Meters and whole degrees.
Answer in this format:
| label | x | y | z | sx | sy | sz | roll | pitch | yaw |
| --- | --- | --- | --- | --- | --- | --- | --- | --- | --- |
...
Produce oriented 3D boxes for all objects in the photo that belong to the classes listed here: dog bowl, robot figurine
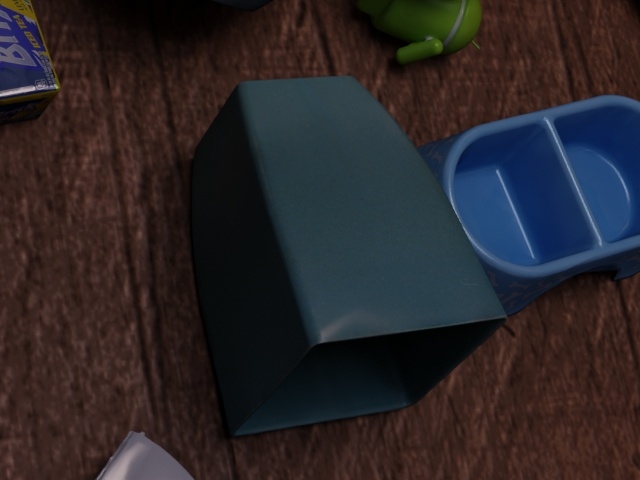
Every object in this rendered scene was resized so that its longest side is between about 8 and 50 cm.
| label | x | y | z | sx | sy | sz | roll | pitch | yaw |
| --- | --- | --- | --- | --- | --- | --- | --- | --- | --- |
| dog bowl | 0.200 | -0.038 | 1.460 | 0.297 | 0.074 | 0.166 | -15 | 77 | -32 |
| robot figurine | 0.089 | -0.203 | 1.473 | 0.115 | 0.067 | 0.101 | 19 | 55 | -20 |

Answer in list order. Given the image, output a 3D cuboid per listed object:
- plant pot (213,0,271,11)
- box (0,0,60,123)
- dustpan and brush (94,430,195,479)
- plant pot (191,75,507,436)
| label | x | y | z | sx | sy | sz | roll | pitch | yaw |
| --- | --- | --- | --- | --- | --- | --- | --- | --- | --- |
| plant pot | -0.085 | -0.292 | 1.325 | 0.290 | 0.290 | 0.195 | 16 | 99 | -21 |
| box | -0.256 | -0.174 | 1.289 | 0.059 | 0.054 | 0.169 | -14 | 77 | -31 |
| dustpan and brush | -0.092 | 0.254 | 1.204 | 0.211 | 0.060 | 0.147 | 36 | 53 | -2 |
| plant pot | 0.000 | 0.000 | 1.291 | 0.166 | 0.165 | 0.234 | -5 | 64 | -29 |
